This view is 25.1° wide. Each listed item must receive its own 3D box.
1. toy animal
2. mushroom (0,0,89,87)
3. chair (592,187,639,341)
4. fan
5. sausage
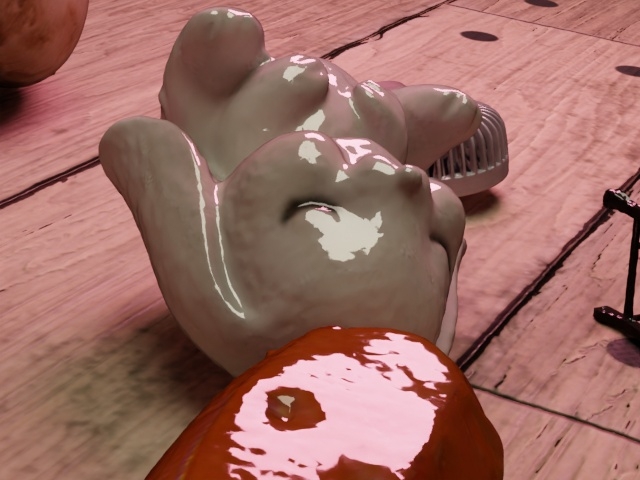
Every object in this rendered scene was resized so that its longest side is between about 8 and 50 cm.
[{"bbox_3d":[0.000,0.000,0.926,0.271,0.206,0.265,18,30,-26],"label":"toy animal"},{"bbox_3d":[-0.394,-0.235,1.298,0.362,0.295,0.362,21,-3,1],"label":"mushroom"},{"bbox_3d":[0.300,0.047,0.981,0.106,0.113,0.229,-9,24,-29],"label":"chair"},{"bbox_3d":[0.086,-0.097,1.309,0.130,0.074,0.244,-10,21,-10],"label":"fan"},{"bbox_3d":[-0.002,0.134,0.643,0.153,0.141,0.268,13,23,14],"label":"sausage"}]
